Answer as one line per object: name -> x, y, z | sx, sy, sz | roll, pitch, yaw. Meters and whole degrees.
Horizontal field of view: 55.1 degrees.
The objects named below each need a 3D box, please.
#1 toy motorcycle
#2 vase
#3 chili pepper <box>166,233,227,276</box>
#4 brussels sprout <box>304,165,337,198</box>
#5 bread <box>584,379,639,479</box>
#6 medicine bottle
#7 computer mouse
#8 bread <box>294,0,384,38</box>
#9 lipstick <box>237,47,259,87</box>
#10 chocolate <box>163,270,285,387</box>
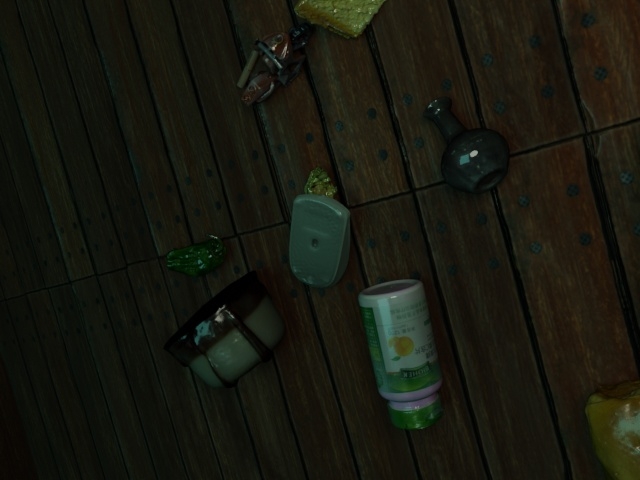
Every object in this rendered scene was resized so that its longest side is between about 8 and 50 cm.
toy motorcycle -> -0.100, -0.358, 1.258 | 0.084, 0.118, 0.212 | 48, 127, 7
vase -> 0.242, -0.169, 1.057 | 0.120, 0.120, 0.183 | -50, 57, 35
chili pepper -> -0.319, 0.043, 1.565 | 0.256, 0.074, 0.100 | -13, 94, 40
brussels sprout -> -0.006, -0.113, 1.285 | 0.058, 0.085, 0.085 | 21, 114, 35
bread -> 0.540, 0.378, 0.941 | 0.195, 0.148, 0.344 | -20, 90, 40
medicine bottle -> 0.163, 0.222, 1.203 | 0.133, 0.133, 0.275 | -7, 98, 39
computer mouse -> 0.000, 0.000, 1.289 | 0.127, 0.079, 0.231 | 20, 125, 15
bread -> 0.035, -0.447, 1.117 | 0.127, 0.152, 0.147 | 50, 125, 6
lipstick -> -0.160, -0.382, 1.363 | 0.019, 0.019, 0.094 | 46, 125, 19
chocolate -> -0.202, 0.226, 1.426 | 0.283, 0.283, 0.186 | -31, 101, 39
